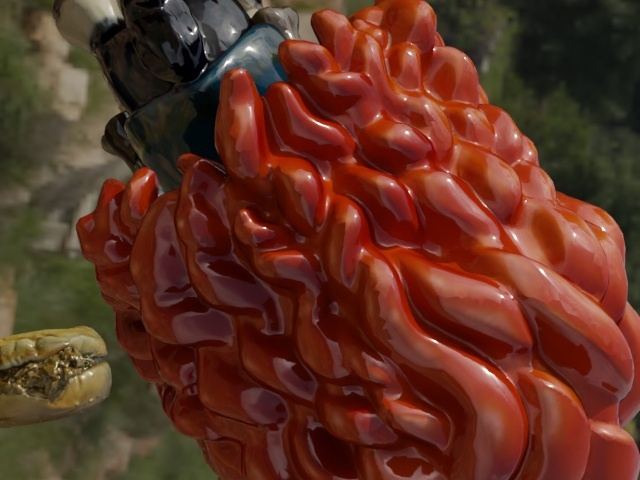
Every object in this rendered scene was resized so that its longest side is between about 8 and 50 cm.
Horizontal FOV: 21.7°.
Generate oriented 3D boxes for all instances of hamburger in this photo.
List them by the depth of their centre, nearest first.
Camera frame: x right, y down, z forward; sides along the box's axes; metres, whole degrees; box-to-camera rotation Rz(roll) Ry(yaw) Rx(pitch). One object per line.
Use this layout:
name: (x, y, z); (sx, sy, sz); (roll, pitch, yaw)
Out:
hamburger: (-0.256, 0.121, 1.492); (0.147, 0.138, 0.083); (-44, 120, -87)

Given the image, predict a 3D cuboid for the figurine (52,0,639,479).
figurine: (-0.003, 0.000, 0.877); (0.412, 0.241, 0.306); (46, -23, 58)
